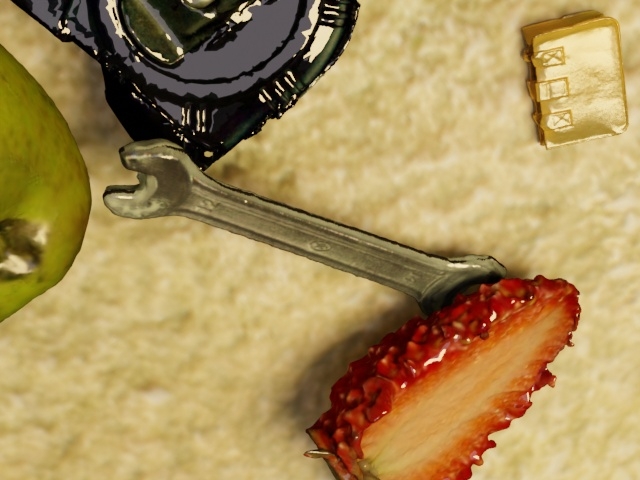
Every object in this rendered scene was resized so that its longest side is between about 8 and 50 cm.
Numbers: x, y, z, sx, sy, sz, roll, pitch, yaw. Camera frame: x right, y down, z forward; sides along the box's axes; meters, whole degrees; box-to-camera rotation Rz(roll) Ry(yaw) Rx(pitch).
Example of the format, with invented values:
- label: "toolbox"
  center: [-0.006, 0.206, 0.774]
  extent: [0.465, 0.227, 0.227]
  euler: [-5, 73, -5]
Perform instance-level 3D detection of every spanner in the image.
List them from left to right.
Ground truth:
- label: "spanner"
  center: [0.000, 0.000, 0.740]
  extent: [0.302, 0.017, 0.071]
  euler: [18, 136, -35]

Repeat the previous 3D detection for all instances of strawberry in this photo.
- label: "strawberry"
  center: [0.084, 0.103, 0.820]
  extent: [0.208, 0.087, 0.167]
  euler: [-39, 137, -9]

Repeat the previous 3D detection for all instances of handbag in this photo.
- label: "handbag"
  center: [0.167, -0.104, 0.776]
  extent: [0.061, 0.027, 0.083]
  euler: [-13, 112, -4]

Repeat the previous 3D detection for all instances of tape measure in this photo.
- label: "tape measure"
  center: [-0.073, -0.153, 0.685]
  extent: [0.186, 0.112, 0.199]
  euler: [-41, 111, 6]

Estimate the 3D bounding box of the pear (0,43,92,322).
- label: "pear"
  center: [-0.252, -0.060, 0.623]
  extent: [0.282, 0.286, 0.176]
  euler: [24, 86, -15]
